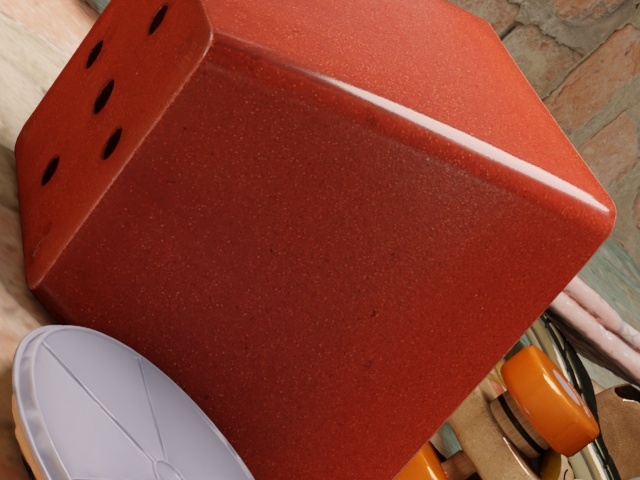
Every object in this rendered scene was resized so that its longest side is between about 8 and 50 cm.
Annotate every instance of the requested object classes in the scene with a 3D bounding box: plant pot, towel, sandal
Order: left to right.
[{"bbox_3d":[-0.034,-0.032,0.945,0.235,0.267,0.267,28,22,-28],"label":"plant pot"},{"bbox_3d":[0.214,0.030,1.744,0.317,0.053,0.332,39,-3,-19],"label":"towel"},{"bbox_3d":[0.228,0.179,1.573,0.120,0.086,0.303,40,30,-56],"label":"sandal"}]

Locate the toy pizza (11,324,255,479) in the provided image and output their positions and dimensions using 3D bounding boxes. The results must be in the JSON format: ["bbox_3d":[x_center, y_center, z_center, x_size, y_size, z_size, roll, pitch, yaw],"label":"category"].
[{"bbox_3d":[-0.083,0.127,0.779,0.201,0.032,0.201,47,13,-15],"label":"toy pizza"}]

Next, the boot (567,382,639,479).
[{"bbox_3d":[0.369,0.275,1.685,0.305,0.115,0.112,46,12,-21],"label":"boot"}]

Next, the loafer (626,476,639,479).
[{"bbox_3d":[0.388,0.335,1.589,0.251,0.094,0.087,44,53,-9],"label":"loafer"}]

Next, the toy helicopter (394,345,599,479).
[{"bbox_3d":[0.159,0.154,1.287,0.235,0.140,0.355,47,11,-21],"label":"toy helicopter"}]
